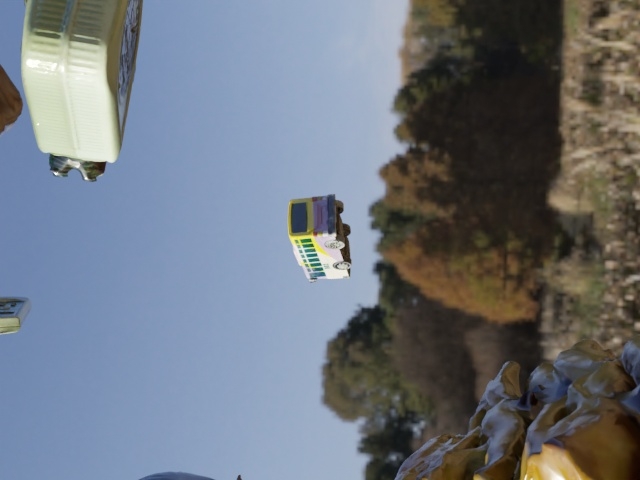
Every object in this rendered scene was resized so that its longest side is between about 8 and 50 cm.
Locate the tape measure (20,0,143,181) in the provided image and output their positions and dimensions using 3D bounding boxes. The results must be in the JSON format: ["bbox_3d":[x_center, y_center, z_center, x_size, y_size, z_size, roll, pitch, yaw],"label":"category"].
[{"bbox_3d":[-0.250,-0.204,1.094,0.235,0.115,0.207,110,165,-66],"label":"tape measure"}]

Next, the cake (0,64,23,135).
[{"bbox_3d":[-0.308,-0.086,0.473,0.309,0.230,0.237,-86,-28,-69],"label":"cake"}]

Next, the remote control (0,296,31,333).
[{"bbox_3d":[-0.605,0.140,1.989,0.233,0.098,0.038,-145,54,-78],"label":"remote control"}]

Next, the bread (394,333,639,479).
[{"bbox_3d":[0.136,0.206,0.565,0.370,0.192,0.314,-3,-95,-84],"label":"bread"}]

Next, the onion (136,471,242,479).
[{"bbox_3d":[-0.178,0.411,1.342,0.221,0.281,0.280,33,-127,-38],"label":"onion"}]

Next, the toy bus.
[{"bbox_3d":[0.000,0.000,1.060,0.102,0.058,0.052,71,-163,-61],"label":"toy bus"}]
